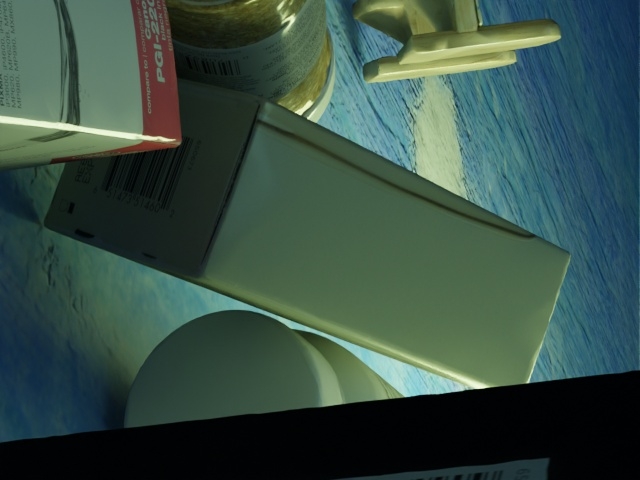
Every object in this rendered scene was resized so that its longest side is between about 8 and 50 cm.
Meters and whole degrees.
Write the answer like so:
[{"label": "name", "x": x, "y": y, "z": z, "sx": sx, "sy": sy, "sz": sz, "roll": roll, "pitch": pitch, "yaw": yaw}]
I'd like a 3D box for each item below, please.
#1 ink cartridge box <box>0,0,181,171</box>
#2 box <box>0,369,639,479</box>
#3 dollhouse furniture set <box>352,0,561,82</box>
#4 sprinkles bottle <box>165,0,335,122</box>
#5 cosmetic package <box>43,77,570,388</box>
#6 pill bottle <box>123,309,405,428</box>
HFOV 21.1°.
[{"label": "ink cartridge box", "x": -0.182, "y": -0.081, "z": 0.790, "sx": 0.218, "sy": 0.159, "sz": 0.092, "roll": -5, "pitch": 88, "yaw": -70}, {"label": "box", "x": 0.064, "y": 0.343, "z": 0.834, "sx": 0.297, "sy": 0.480, "sz": 0.471, "roll": -60, "pitch": 138, "yaw": -61}, {"label": "dollhouse furniture set", "x": 0.174, "y": -0.351, "z": 1.492, "sx": 0.394, "sy": 0.257, "sz": 0.362, "roll": 171, "pitch": -89, "yaw": -79}, {"label": "sprinkles bottle", "x": -0.054, "y": -0.148, "z": 1.064, "sx": 0.355, "sy": 0.121, "sz": 0.121, "roll": 81, "pitch": 5, "yaw": -80}, {"label": "cosmetic package", "x": 0.000, "y": 0.000, "z": 1.090, "sx": 0.309, "sy": 0.160, "sz": 0.113, "roll": 22, "pitch": 86, "yaw": -46}, {"label": "pill bottle", "x": -0.010, "y": 0.154, "z": 1.166, "sx": 0.283, "sy": 0.160, "sz": 0.160, "roll": 44, "pitch": 43, "yaw": -59}]
